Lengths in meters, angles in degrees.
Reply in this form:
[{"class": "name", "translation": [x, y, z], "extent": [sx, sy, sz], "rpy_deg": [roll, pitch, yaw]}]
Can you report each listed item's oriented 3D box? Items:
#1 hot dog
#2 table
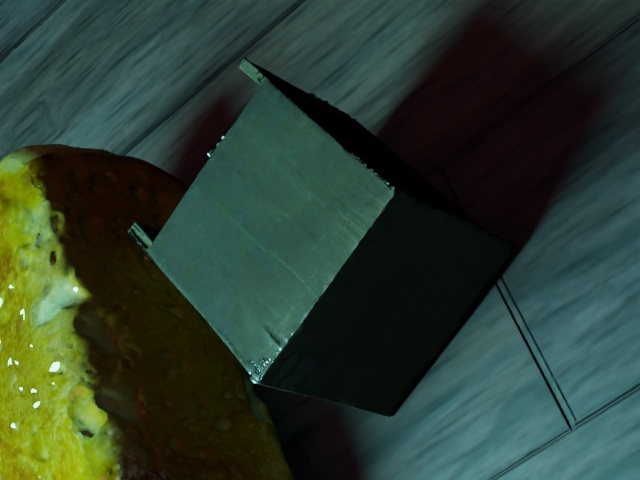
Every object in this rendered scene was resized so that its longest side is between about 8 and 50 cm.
[{"class": "hot dog", "translation": [-0.184, 0.125, 0.991], "extent": [0.223, 0.185, 0.405], "rpy_deg": [-48, 50, 33]}, {"class": "table", "translation": [0.000, 0.000, 0.919], "extent": [0.193, 0.172, 0.169], "rpy_deg": [43, 103, 38]}]
